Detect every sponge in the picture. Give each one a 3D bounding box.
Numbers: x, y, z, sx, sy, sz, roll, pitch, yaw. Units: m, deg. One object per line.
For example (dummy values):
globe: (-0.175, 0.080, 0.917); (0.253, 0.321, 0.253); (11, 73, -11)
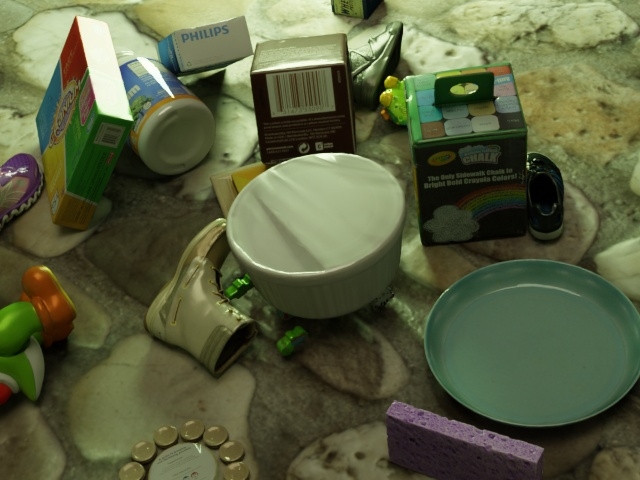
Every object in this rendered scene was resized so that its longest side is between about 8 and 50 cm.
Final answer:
sponge: (0.187, 0.283, 1.516); (0.210, 0.117, 0.031); (16, 50, 23)

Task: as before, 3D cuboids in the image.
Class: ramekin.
ramekin: (0.000, 0.000, 1.759); (0.272, 0.127, 0.273); (-6, 44, 6)

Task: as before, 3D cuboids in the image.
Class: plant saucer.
plant saucer: (0.310, 0.153, 1.684); (0.317, 0.044, 0.318); (-5, 45, 5)

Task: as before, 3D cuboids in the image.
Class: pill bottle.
pill bottle: (-0.319, -0.248, 2.118); (0.152, 0.152, 0.272); (-29, 47, -20)

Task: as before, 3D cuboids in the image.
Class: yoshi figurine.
yoshi figurine: (-0.555, 0.167, 1.719); (0.362, 0.204, 0.203); (-39, 35, -24)

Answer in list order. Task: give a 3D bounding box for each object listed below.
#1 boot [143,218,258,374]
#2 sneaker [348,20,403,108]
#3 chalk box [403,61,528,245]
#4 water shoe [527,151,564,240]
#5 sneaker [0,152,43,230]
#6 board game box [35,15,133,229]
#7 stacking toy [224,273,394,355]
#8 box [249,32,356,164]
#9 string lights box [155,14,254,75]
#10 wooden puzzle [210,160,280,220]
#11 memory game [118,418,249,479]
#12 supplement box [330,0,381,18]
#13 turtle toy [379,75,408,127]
boot: (-0.155, 0.085, 1.769); (0.165, 0.077, 0.213); (29, 82, 32)
sneaker: (0.081, -0.350, 2.204); (0.130, 0.087, 0.227); (16, 54, 15)
chalk box: (0.231, -0.161, 1.840); (0.180, 0.289, 0.179); (-6, 44, 3)
water shoe: (0.369, -0.092, 1.897); (0.072, 0.080, 0.203); (-5, 44, 4)
sneaker: (-0.575, -0.085, 2.027); (0.095, 0.105, 0.236); (12, 46, 22)
board game box: (-0.423, -0.211, 2.040); (0.064, 0.242, 0.316); (11, 35, -29)
stacking toy: (-0.015, 0.080, 1.810); (0.221, 0.052, 0.167); (-31, 46, -19)
box: (-0.027, -0.251, 2.024); (0.168, 0.167, 0.203); (-6, 24, 4)
string lights box: (-0.221, -0.358, 2.162); (0.133, 0.077, 0.259); (-15, 8, -14)
wooden puzzle: (-0.060, -0.076, 1.977); (0.221, 0.044, 0.239); (-17, 44, -8)
memory game: (-0.191, 0.326, 1.609); (0.186, 0.012, 0.186); (-5, 44, 5)
supplement box: (0.075, -0.509, 2.390); (0.083, 0.056, 0.083); (16, 49, 24)
turtle toy: (0.153, -0.253, 2.108); (0.095, 0.066, 0.130); (21, 44, -3)
